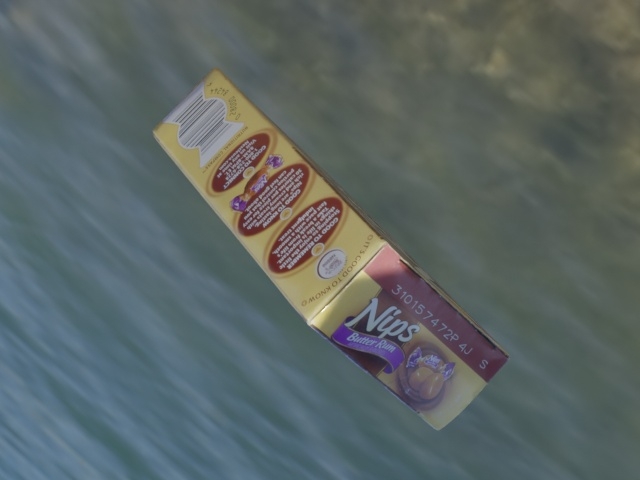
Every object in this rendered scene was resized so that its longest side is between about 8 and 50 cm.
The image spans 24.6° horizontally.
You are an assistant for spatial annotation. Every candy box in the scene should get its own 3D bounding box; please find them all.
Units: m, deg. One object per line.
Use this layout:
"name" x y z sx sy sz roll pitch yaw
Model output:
"candy box" 0.000 0.000 0.703 0.109 0.053 0.186 42 -178 -40
